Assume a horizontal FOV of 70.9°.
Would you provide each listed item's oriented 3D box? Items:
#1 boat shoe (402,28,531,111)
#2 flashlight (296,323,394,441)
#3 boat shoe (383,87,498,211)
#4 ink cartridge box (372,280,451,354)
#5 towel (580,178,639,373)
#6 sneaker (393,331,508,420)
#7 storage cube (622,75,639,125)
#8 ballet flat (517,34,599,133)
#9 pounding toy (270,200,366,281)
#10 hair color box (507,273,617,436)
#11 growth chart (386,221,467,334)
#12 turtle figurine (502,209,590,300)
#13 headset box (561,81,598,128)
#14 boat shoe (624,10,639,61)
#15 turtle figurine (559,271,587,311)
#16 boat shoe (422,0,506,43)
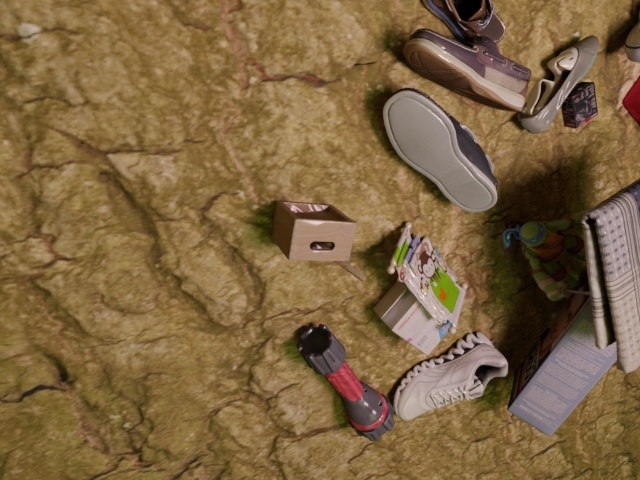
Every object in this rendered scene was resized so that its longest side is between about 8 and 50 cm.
[{"bbox_3d":[0.265,-0.310,0.787,0.286,0.103,0.092,13,100,-30],"label":"boat shoe"},{"bbox_3d":[0.059,0.303,0.940,0.103,0.103,0.304,-15,127,22],"label":"flashlight"},{"bbox_3d":[0.224,-0.173,0.830,0.115,0.091,0.302,-20,130,37],"label":"boat shoe"},{"bbox_3d":[0.190,0.156,0.946,0.143,0.090,0.092,39,93,-29],"label":"ink cartridge box"},{"bbox_3d":[0.603,0.039,0.821,0.313,0.056,0.323,-26,106,-21],"label":"towel"},{"bbox_3d":[0.301,0.332,1.050,0.292,0.118,0.110,-33,121,-5],"label":"sneaker"},{"bbox_3d":[0.826,-0.316,0.958,0.184,0.193,0.214,30,98,-29],"label":"storage cube"},{"bbox_3d":[0.463,-0.314,0.880,0.068,0.072,0.213,25,100,-24],"label":"ballet flat"},{"bbox_3d":[0.000,0.000,0.782,0.141,0.130,0.100,3,110,-23],"label":"pounding toy"},{"bbox_3d":[0.589,0.251,1.047,0.185,0.114,0.374,-29,146,-58],"label":"hair color box"},{"bbox_3d":[0.222,0.072,0.908,0.237,0.021,0.171,45,45,-22],"label":"growth chart"},{"bbox_3d":[0.553,0.039,0.967,0.266,0.275,0.197,22,67,-50],"label":"turtle figurine"},{"bbox_3d":[0.547,-0.282,0.949,0.062,0.032,0.083,-32,120,-7],"label":"headset box"},{"bbox_3d":[0.719,-0.514,0.867,0.367,0.136,0.156,-43,120,-5],"label":"boat shoe"},{"bbox_3d":[0.728,0.120,1.140,0.175,0.118,0.234,26,115,-14],"label":"turtle figurine"},{"bbox_3d":[0.256,-0.385,0.767,0.183,0.066,0.066,15,105,-27],"label":"boat shoe"}]
